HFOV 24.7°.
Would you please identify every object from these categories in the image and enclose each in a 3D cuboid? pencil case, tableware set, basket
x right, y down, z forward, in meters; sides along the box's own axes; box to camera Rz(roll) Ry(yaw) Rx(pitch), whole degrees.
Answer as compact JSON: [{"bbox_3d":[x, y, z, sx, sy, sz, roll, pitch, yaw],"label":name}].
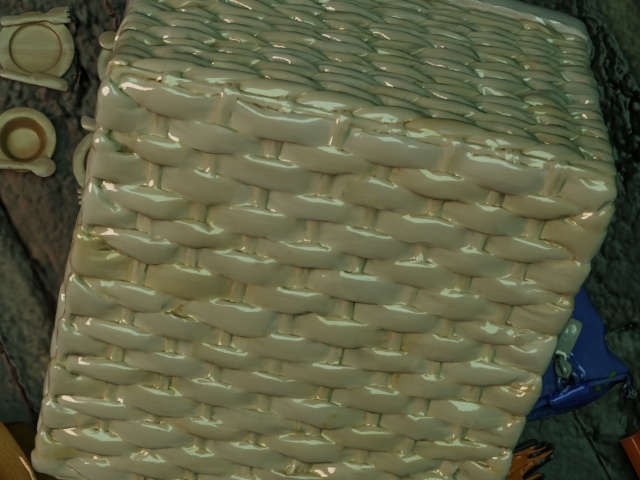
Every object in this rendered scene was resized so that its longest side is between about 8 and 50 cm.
[{"bbox_3d":[0.150,0.007,1.212,0.119,0.133,0.306,-20,83,-6],"label":"pencil case"},{"bbox_3d":[-0.206,-0.114,1.227,0.141,0.020,0.168,8,79,-9],"label":"tableware set"},{"bbox_3d":[0.000,0.000,0.992,0.331,0.266,0.328,12,119,-6],"label":"basket"}]

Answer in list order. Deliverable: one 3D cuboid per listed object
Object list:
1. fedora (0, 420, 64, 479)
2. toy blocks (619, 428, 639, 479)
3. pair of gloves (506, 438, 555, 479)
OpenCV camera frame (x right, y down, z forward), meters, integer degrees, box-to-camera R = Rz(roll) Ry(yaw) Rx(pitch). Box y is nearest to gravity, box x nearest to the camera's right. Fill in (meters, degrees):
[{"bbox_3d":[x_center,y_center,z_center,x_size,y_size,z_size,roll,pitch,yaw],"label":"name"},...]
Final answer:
[{"bbox_3d":[-0.239,0.204,1.117,0.079,0.194,0.194,-21,83,-49],"label":"fedora"},{"bbox_3d":[0.309,0.174,1.251,0.123,0.054,0.148,-21,85,-13],"label":"toy blocks"},{"bbox_3d":[0.181,0.215,1.244,0.074,0.010,0.083,-29,89,-15],"label":"pair of gloves"}]
